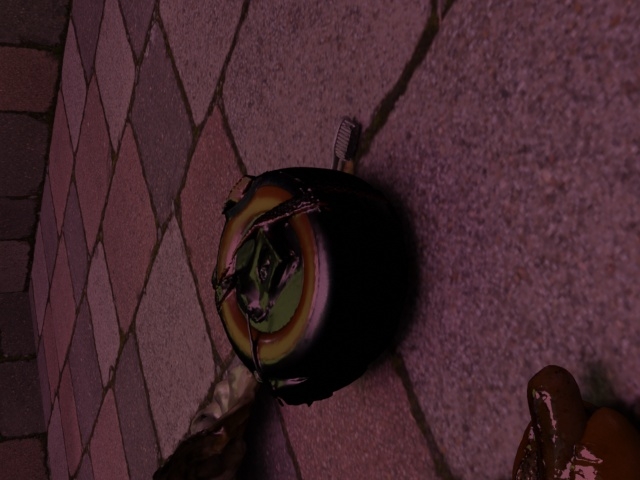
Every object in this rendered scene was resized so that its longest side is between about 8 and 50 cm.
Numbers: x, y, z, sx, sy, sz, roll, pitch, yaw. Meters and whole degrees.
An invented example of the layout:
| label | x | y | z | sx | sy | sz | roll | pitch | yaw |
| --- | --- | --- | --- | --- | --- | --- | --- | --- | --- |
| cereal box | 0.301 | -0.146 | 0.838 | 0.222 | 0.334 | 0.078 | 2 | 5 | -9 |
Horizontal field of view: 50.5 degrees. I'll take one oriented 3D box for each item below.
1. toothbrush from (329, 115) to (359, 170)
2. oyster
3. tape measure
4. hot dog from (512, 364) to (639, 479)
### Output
| label | x | y | z | sx | sy | sz | roll | pitch | yaw |
| --- | --- | --- | --- | --- | --- | --- | --- | --- | --- |
| toothbrush | 0.000 | 0.000 | 0.731 | 0.025 | 0.019 | 0.276 | 40 | 126 | 42 |
| oyster | -0.160 | 0.339 | 0.892 | 0.238 | 0.114 | 0.352 | 114 | 166 | -72 |
| tape measure | -0.018 | 0.037 | 0.646 | 0.202 | 0.135 | 0.223 | 52 | 130 | 39 |
| hot dog | 0.160 | 0.150 | 0.424 | 0.089 | 0.060 | 0.140 | 15 | 102 | 54 |
